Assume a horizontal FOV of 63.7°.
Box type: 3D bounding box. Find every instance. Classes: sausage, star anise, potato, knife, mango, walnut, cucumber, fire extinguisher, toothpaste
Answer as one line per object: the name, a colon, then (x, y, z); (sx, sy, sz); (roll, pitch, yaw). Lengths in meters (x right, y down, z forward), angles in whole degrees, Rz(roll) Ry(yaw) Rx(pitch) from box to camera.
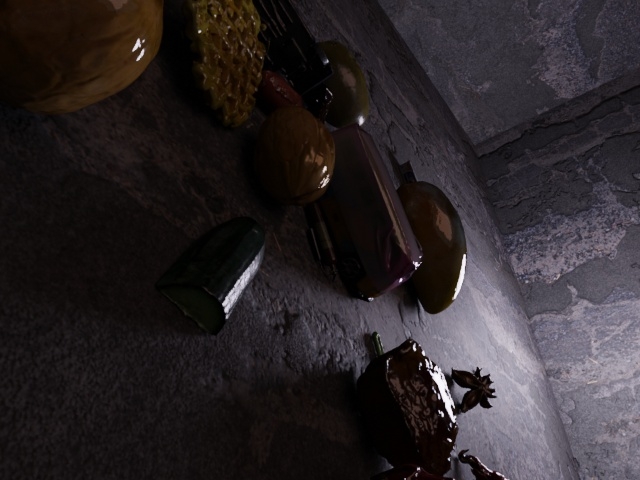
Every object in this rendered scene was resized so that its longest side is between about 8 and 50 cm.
sausage: (-0.094, -0.309, 1.107); (0.141, 0.076, 0.076); (39, 37, -44)
star anise: (0.434, 0.425, 1.520); (0.148, 0.218, 0.227); (41, -22, 15)
potato: (0.046, -0.396, 1.343); (0.174, 0.159, 0.251); (-25, 100, -40)
knife: (0.148, 0.299, 1.107); (0.054, 0.015, 0.211); (17, 54, -56)
star anise: (-0.011, -0.291, 1.198); (0.054, 0.156, 0.212); (13, 18, -11)
mango: (0.302, 0.016, 1.431); (0.221, 0.199, 0.383); (-20, 99, -67)
walnut: (-0.279, -0.238, 0.558); (0.195, 0.222, 0.195); (-16, 90, -89)
cucumber: (-0.135, 0.028, 0.774); (0.115, 0.063, 0.243); (55, 27, -21)
walnut: (-0.050, -0.162, 0.983); (0.159, 0.159, 0.206); (30, 44, -49)
fire extinguisher: (0.000, 0.000, 1.068); (0.049, 0.035, 0.173); (16, 52, -61)
toothpaste: (0.330, -0.181, 1.792); (0.040, 0.047, 0.196); (-3, 71, -58)

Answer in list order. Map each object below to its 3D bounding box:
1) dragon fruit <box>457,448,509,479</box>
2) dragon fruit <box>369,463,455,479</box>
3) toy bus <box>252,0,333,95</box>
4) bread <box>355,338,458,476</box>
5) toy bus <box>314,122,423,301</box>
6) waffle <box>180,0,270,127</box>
dragon fruit: (0.410, 0.593, 1.264); (0.190, 0.094, 0.094); (57, 28, -7)
dragon fruit: (0.155, 0.445, 0.731); (0.293, 0.233, 0.233); (21, 37, -2)
toy bus: (-0.099, -0.474, 1.166); (0.292, 0.126, 0.133); (55, 6, -17)
bread: (0.179, 0.323, 0.993); (0.232, 0.135, 0.246); (-18, 82, -55)
toy bus: (0.096, -0.066, 1.153); (0.171, 0.163, 0.385); (-14, 81, -64)
waffle: (-0.167, -0.348, 0.944); (0.280, 0.060, 0.262); (-57, 145, -60)
